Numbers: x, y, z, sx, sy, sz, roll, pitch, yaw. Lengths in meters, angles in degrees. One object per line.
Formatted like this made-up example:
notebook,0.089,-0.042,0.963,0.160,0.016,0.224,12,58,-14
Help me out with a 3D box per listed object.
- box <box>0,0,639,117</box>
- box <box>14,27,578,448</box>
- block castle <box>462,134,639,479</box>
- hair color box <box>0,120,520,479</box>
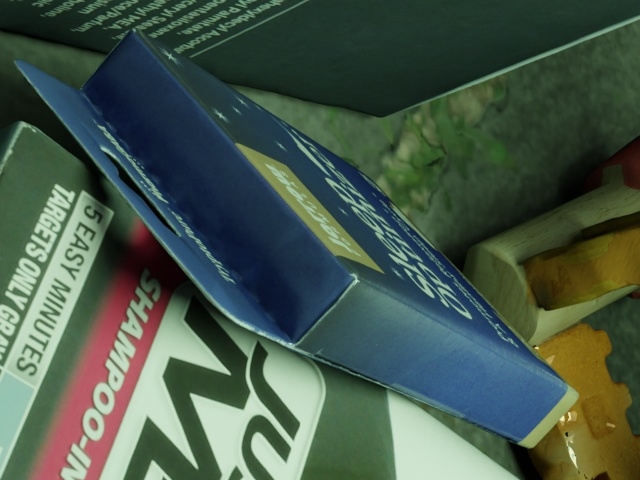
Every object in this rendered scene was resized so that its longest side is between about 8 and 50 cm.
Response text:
box,-0.057,-0.239,0.587,0.395,0.212,0.293,10,71,-39
box,0.000,0.000,0.591,0.136,0.036,0.225,48,12,32
block castle,0.281,0.147,0.722,0.213,0.303,0.453,-22,93,-37
hair color box,-0.019,0.147,0.578,0.374,0.114,0.185,38,55,-29
